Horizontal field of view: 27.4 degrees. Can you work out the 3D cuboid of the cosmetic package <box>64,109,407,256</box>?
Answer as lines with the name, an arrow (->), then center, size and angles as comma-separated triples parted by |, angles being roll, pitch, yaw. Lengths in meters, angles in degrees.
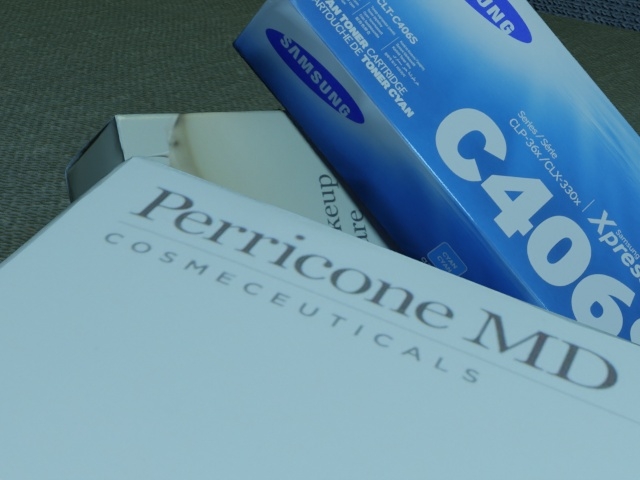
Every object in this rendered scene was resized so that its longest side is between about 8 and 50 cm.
cosmetic package -> 0.000, 0.000, 0.887 | 0.309, 0.160, 0.113 | -6, -13, -30

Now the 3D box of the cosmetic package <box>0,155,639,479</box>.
cosmetic package -> -0.062, 0.176, 0.266 | 0.230, 0.162, 0.453 | 20, 35, 14

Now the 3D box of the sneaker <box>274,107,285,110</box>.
sneaker -> -0.028, -0.065, 1.120 | 0.147, 0.145, 0.384 | 15, 20, 24

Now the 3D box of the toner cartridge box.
toner cartridge box -> 0.119, -0.046, 0.849 | 0.348, 0.075, 0.165 | 50, 54, 0
